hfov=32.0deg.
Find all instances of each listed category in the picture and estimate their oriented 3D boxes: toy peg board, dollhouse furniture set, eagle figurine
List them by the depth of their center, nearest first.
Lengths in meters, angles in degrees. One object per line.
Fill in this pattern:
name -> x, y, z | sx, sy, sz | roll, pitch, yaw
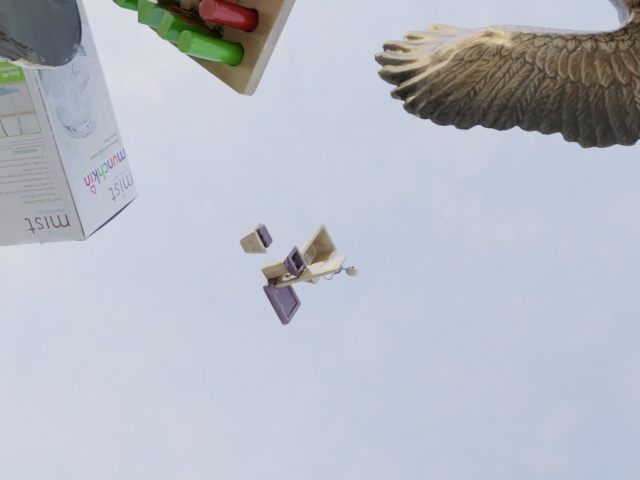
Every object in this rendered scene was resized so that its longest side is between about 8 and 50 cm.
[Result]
eagle figurine -> 0.212, -0.157, 0.803 | 0.298, 0.225, 0.226 | 26, -128, -5
dollhouse furniture set -> 0.000, 0.000, 0.978 | 0.081, 0.114, 0.091 | -17, -69, 29
toy peg board -> -0.104, -0.241, 1.015 | 0.161, 0.079, 0.161 | 39, -68, 35

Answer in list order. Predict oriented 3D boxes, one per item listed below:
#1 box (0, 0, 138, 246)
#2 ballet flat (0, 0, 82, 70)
box -> -0.352, -0.115, 1.144 | 0.262, 0.127, 0.231 | -5, -67, 23
ballet flat -> -0.166, -0.130, 0.444 | 0.049, 0.173, 0.057 | -6, -129, 50
